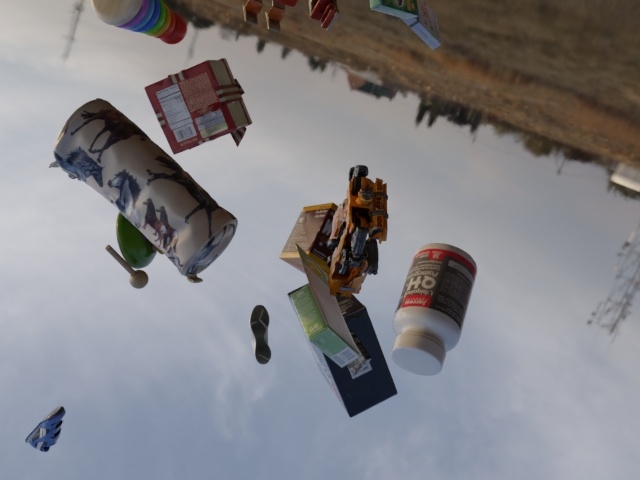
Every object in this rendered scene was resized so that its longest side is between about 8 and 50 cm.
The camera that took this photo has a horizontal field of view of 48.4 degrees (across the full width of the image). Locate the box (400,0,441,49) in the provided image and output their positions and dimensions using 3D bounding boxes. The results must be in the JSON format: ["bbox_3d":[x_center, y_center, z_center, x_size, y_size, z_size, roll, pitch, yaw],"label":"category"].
[{"bbox_3d":[0.311,-0.712,2.258,0.186,0.038,0.145,30,-133,-42],"label":"box"}]

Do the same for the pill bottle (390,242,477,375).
[{"bbox_3d":[0.285,0.177,1.821,0.176,0.176,0.318,21,-125,3],"label":"pill bottle"}]

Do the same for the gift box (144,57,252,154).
[{"bbox_3d":[-0.370,-0.396,2.208,0.255,0.276,0.258,-15,-167,10],"label":"gift box"}]

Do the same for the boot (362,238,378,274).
[{"bbox_3d":[0.116,0.110,2.580,0.229,0.263,0.091,3,-173,-33],"label":"boot"}]

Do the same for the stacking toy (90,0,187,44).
[{"bbox_3d":[-0.457,-0.592,1.885,0.141,0.141,0.330,25,-175,16],"label":"stacking toy"}]

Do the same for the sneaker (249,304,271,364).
[{"bbox_3d":[-0.160,0.242,1.838,0.053,0.152,0.061,-1,173,-16],"label":"sneaker"}]

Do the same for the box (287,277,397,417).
[{"bbox_3d":[0.066,0.329,2.296,0.179,0.343,0.312,-25,-157,-9],"label":"box"}]

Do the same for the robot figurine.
[{"bbox_3d":[0.070,-0.014,1.394,0.085,0.291,0.211,6,-120,-8],"label":"robot figurine"}]

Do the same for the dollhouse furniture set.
[{"bbox_3d":[-0.079,-0.728,2.109,0.259,0.262,0.135,11,-130,-25],"label":"dollhouse furniture set"}]

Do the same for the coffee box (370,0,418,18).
[{"bbox_3d":[0.190,-0.649,1.860,0.040,0.113,0.184,-3,-175,38],"label":"coffee box"}]

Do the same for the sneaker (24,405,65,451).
[{"bbox_3d":[-0.613,0.430,1.624,0.059,0.144,0.053,44,-152,-2],"label":"sneaker"}]

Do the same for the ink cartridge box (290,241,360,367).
[{"bbox_3d":[-0.005,0.138,1.528,0.171,0.056,0.235,47,-166,-51],"label":"ink cartridge box"}]

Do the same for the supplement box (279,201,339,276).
[{"bbox_3d":[0.000,0.000,2.255,0.129,0.194,0.191,33,162,-25],"label":"supplement box"}]

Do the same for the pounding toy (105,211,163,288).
[{"bbox_3d":[-0.478,-0.001,1.970,0.110,0.183,0.237,-11,-141,14],"label":"pounding toy"}]

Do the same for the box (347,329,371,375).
[{"bbox_3d":[0.074,0.256,1.631,0.018,0.067,0.083,-11,-125,-39],"label":"box"}]

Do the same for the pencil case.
[{"bbox_3d":[-0.361,-0.098,1.484,0.410,0.183,0.160,42,-154,3],"label":"pencil case"}]
